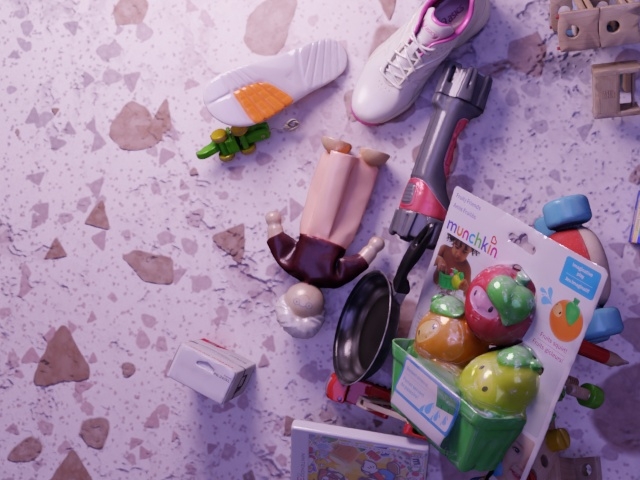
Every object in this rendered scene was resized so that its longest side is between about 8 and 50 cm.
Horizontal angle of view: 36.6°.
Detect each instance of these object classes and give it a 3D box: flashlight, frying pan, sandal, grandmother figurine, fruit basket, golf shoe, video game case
[{"bbox_3d":[0.210,-0.138,1.630,0.103,0.103,0.304,20,87,13],"label":"flashlight"},{"bbox_3d":[0.102,0.090,1.586,0.053,0.197,0.326,19,106,-20],"label":"frying pan"},{"bbox_3d":[-0.077,-0.270,1.690,0.265,0.076,0.102,-24,94,-13],"label":"sandal"},{"bbox_3d":[0.000,0.000,1.654,0.208,0.104,0.342,16,88,18],"label":"grandmother figurine"},{"bbox_3d":[0.229,0.138,1.398,0.165,0.327,0.353,-1,114,-32],"label":"fruit basket"},{"bbox_3d":[0.157,-0.322,1.617,0.115,0.140,0.306,42,96,6],"label":"golf shoe"},{"bbox_3d":[0.061,0.398,1.616,0.227,0.026,0.206,7,123,9],"label":"video game case"}]

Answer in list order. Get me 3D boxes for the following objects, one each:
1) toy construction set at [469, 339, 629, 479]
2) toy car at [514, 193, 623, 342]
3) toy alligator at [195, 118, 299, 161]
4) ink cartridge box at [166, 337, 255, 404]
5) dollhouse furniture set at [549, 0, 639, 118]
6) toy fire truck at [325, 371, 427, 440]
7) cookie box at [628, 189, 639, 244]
[{"bbox_3d":[0.369,0.285,1.536,0.309,0.237,0.257,-48,38,30],"label":"toy construction set"},{"bbox_3d":[0.325,0.071,1.536,0.238,0.210,0.219,-13,77,3],"label":"toy car"},{"bbox_3d":[-0.130,-0.189,1.704,0.190,0.056,0.051,-19,43,3],"label":"toy alligator"},{"bbox_3d":[-0.184,0.220,1.648,0.109,0.150,0.063,26,92,9],"label":"ink cartridge box"},{"bbox_3d":[0.450,-0.309,1.598,0.129,0.129,0.183,-5,117,9],"label":"dollhouse furniture set"},{"bbox_3d":[0.096,0.271,1.611,0.192,0.135,0.047,17,91,8],"label":"toy fire truck"},{"bbox_3d":[0.571,-0.030,1.594,0.107,0.040,0.092,10,91,10],"label":"cookie box"}]
